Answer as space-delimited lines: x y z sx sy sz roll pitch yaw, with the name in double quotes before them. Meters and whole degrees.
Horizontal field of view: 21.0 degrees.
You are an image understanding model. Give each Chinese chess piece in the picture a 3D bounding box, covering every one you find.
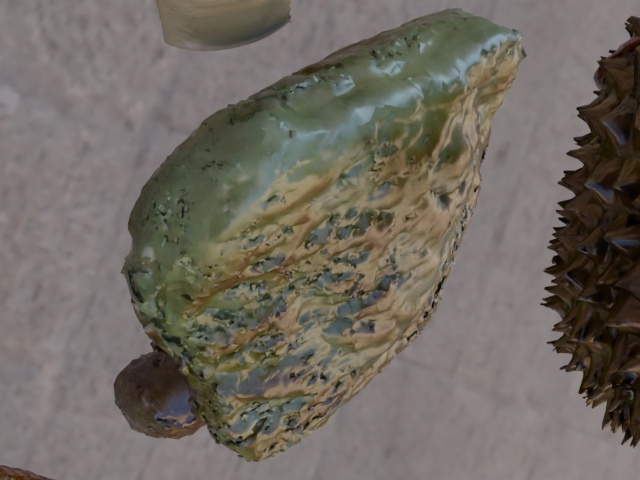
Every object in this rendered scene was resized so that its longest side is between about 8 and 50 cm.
"Chinese chess piece" -0.080 -0.255 1.188 0.250 0.103 0.249 171 -90 -88

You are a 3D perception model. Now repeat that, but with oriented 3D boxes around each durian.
"durian" 0.320 -0.019 1.216 0.347 0.348 0.384 -26 120 -58

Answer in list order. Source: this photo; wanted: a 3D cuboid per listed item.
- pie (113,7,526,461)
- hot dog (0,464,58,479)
"pie" 0.013 -0.019 1.362 0.395 0.180 0.418 -37 161 -30
"hot dog" -0.226 0.190 1.279 0.144 0.062 0.038 35 42 -56
